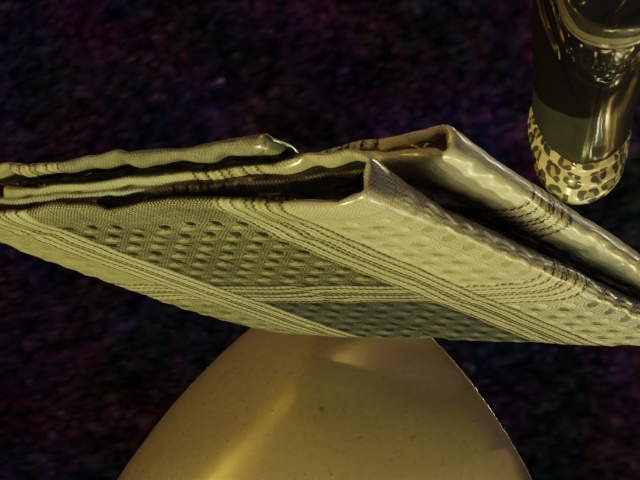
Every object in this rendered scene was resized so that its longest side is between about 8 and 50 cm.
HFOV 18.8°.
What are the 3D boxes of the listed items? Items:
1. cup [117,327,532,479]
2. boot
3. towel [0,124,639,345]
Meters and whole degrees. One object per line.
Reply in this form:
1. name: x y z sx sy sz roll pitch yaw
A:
1. cup: -0.024 0.224 1.316 0.237 0.331 0.331 -27 97 -23
2. boot: 0.175 -0.159 1.298 0.085 0.178 0.236 2 47 0
3. towel: 0.000 0.000 1.044 0.324 0.312 0.056 22 73 -50
